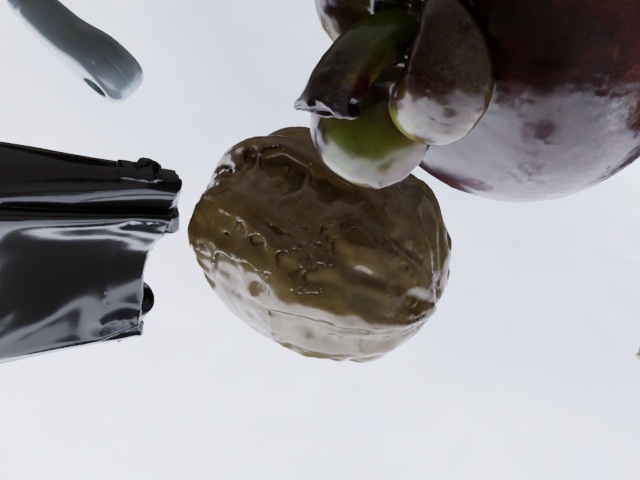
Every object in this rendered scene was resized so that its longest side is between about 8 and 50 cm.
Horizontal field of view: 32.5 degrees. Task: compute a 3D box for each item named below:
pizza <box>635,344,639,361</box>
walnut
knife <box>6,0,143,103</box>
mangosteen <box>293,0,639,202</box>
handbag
[{"bbox_3d":[0.369,0.021,0.873,0.081,0.290,0.228,-24,-80,-48],"label":"pizza"},{"bbox_3d":[0.000,0.000,0.942,0.245,0.198,0.198,23,-159,28],"label":"walnut"},{"bbox_3d":[-0.290,-0.244,0.980,0.331,0.044,0.080,42,170,1],"label":"knife"},{"bbox_3d":[0.092,-0.116,0.641,0.258,0.215,0.215,-26,-127,-23],"label":"mangosteen"},{"bbox_3d":[-0.271,0.015,1.051,0.257,0.285,0.113,0,-130,-20],"label":"handbag"}]
